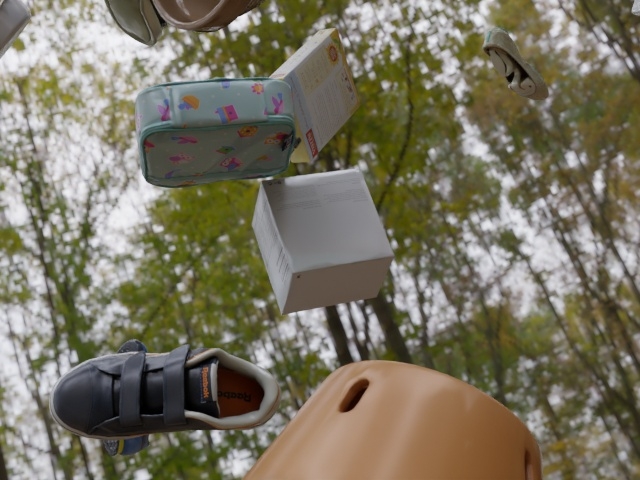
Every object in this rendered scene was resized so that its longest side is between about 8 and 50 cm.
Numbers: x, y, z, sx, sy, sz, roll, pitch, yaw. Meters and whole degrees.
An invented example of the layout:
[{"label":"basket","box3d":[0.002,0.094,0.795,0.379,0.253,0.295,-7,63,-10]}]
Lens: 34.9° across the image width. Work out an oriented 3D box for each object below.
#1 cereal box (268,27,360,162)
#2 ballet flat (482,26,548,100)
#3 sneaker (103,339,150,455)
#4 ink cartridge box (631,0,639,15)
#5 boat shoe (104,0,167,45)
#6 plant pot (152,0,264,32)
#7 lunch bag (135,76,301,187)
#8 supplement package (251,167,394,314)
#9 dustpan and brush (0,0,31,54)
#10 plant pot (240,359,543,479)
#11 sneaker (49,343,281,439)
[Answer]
[{"label":"cereal box","box3d":[-0.010,-0.278,1.934,0.047,0.173,0.240,-1,31,31]},{"label":"ballet flat","box3d":[0.315,-0.276,1.670,0.057,0.052,0.168,-10,-45,47]},{"label":"sneaker","box3d":[-0.292,0.249,1.631,0.082,0.069,0.209,-4,-64,-36]},{"label":"ink cartridge box","box3d":[0.576,-0.490,1.503,0.071,0.324,0.330,17,12,0]},{"label":"boat shoe","box3d":[-0.252,-0.416,1.428,0.113,0.127,0.340,-55,-19,-21]},{"label":"plant pot","box3d":[-0.091,-0.341,1.115,0.110,0.237,0.237,3,-33,-39]},{"label":"lunch bag","box3d":[-0.175,-0.178,1.751,0.279,0.107,0.224,-5,-26,-11]},{"label":"supplement package","box3d":[0.000,0.000,1.852,0.194,0.203,0.149,-9,-32,-18]},{"label":"dustpan and brush","box3d":[-0.435,-0.318,1.413,0.211,0.060,0.147,-54,16,-9]},{"label":"plant pot","box3d":[0.058,0.236,0.827,0.291,0.203,0.291,19,-35,14]},{"label":"sneaker","box3d":[-0.211,0.208,1.414,0.321,0.126,0.127,0,-18,-15]}]
